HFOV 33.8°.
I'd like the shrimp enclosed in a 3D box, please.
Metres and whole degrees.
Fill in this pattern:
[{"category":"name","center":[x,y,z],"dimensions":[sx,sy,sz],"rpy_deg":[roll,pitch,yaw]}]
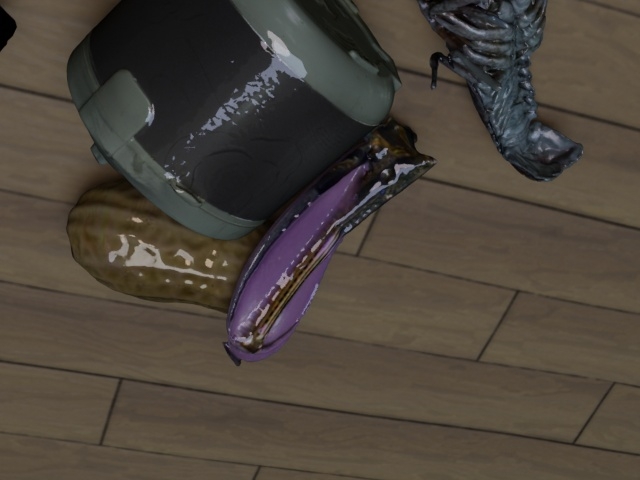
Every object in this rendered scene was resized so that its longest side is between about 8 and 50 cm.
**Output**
[{"category":"shrimp","center":[0.200,-0.225,1.171],"dimensions":[0.221,0.166,0.410],"rpy_deg":[-44,145,-17]}]

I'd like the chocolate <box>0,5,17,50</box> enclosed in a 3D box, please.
[{"category":"chocolate","center":[-0.495,-0.193,1.025],"dimensions":[0.340,0.225,0.210],"rpy_deg":[-30,119,13]}]

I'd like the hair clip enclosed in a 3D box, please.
[{"category":"hair clip","center":[-0.001,-0.001,1.260],"dimensions":[0.095,0.110,0.359],"rpy_deg":[42,89,10]}]

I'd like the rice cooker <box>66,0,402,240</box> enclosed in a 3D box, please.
[{"category":"rice cooker","center":[-0.094,-0.164,1.086],"dimensions":[0.277,0.288,0.288],"rpy_deg":[-40,124,21]}]

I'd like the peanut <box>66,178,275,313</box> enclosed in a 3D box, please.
[{"category":"peanut","center":[-0.153,0.018,1.300],"dimensions":[0.325,0.140,0.153],"rpy_deg":[16,150,-27]}]
